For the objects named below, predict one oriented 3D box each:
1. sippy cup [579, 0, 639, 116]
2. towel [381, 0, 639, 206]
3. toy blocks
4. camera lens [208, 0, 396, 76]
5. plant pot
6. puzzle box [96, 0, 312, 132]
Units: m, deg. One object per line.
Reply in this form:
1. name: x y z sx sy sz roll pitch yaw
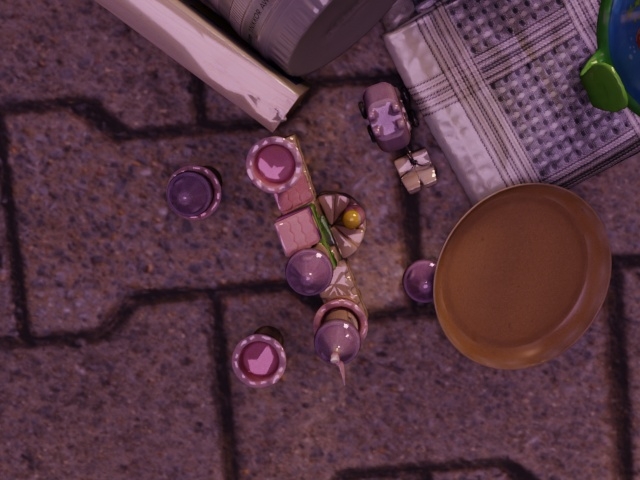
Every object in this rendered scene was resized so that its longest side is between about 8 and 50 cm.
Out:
1. sippy cup: 0.457 -0.240 1.655 0.240 0.224 0.305 29 87 -10
2. towel: 0.259 -0.221 1.777 0.312 0.056 0.324 -27 95 6
3. toy blocks: 0.000 0.000 1.718 0.309 0.260 0.289 -21 96 6
4. camera lens: -0.053 -0.350 1.667 0.219 0.219 0.274 -43 80 8
5. plant pot: 0.241 0.042 1.793 0.236 0.032 0.236 -5 107 -18
6. puzzle box: -0.190 -0.270 1.683 0.409 0.272 0.052 37 98 -2
